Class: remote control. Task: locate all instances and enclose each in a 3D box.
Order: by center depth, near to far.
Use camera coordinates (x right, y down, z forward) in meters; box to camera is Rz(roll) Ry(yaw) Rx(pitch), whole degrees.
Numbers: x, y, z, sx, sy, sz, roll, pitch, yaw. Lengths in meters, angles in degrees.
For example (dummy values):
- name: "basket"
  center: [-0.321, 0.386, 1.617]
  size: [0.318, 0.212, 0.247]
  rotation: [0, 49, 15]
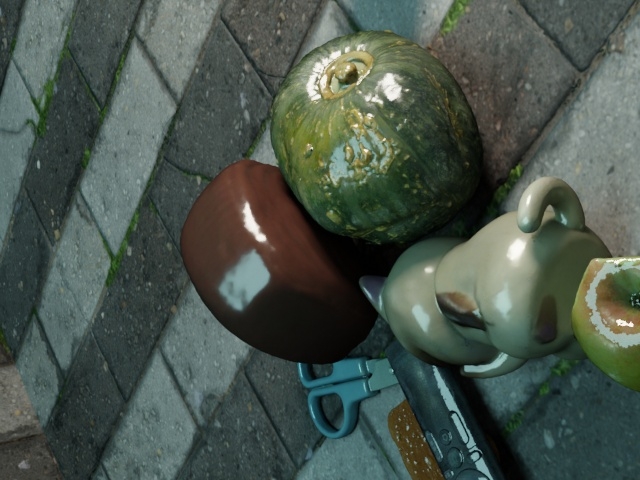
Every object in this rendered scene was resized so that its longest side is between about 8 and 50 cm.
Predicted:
- name: "remote control"
  center: [0.207, 0.305, 1.642]
  size: [0.107, 0.044, 0.377]
  rotation: [-50, 56, 44]

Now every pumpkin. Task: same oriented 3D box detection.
- name: "pumpkin"
  center: [0.079, -0.141, 1.574]
  size: [0.291, 0.257, 0.327]
  rotation: [-32, 40, 10]

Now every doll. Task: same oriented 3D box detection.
- name: "doll"
  center: [0.238, 0.076, 1.470]
  size: [0.370, 0.215, 0.226]
  rotation: [-30, 73, 54]

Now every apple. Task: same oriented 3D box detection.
- name: "apple"
  center: [0.399, 0.093, 1.269]
  size: [0.207, 0.188, 0.174]
  rotation: [-26, 76, 41]

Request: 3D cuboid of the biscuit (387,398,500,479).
- name: "biscuit"
  center: [0.196, 0.319, 1.716]
  size: [0.186, 0.036, 0.192]
  rotation: [-50, 57, 42]

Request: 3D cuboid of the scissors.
- name: "scissors"
  center: [0.101, 0.223, 1.828]
  size: [0.447, 0.029, 0.192]
  rotation: [-23, 79, 53]

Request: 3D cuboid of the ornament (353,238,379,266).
- name: "ornament"
  center: [0.000, 0.000, 1.876]
  size: [0.251, 0.106, 0.260]
  rotation: [-3, 86, 46]

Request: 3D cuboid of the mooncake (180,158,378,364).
- name: "mooncake"
  center: [-0.050, 0.031, 1.653]
  size: [0.334, 0.326, 0.174]
  rotation: [36, 111, -5]
